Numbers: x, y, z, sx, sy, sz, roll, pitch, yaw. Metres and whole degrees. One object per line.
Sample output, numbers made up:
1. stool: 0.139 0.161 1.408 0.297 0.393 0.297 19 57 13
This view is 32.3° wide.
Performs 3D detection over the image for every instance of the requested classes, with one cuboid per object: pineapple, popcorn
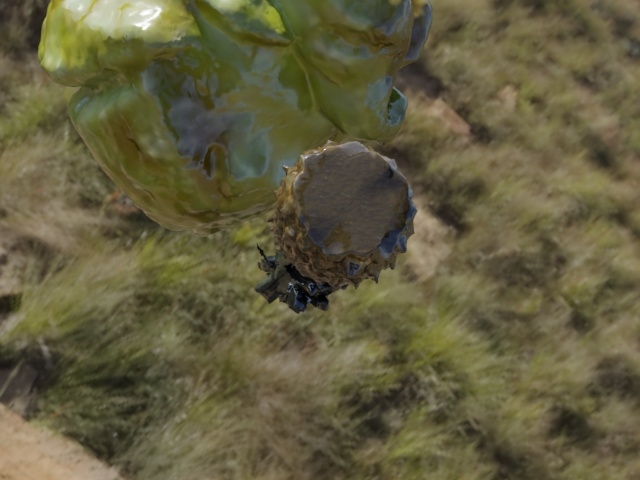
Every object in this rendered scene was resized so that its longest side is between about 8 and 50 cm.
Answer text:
1. pineapple: 0.000 0.000 0.581 0.074 0.159 0.074 3 75 -11
2. popcorn: -0.052 -0.137 0.785 0.225 0.276 0.276 52 37 -19
